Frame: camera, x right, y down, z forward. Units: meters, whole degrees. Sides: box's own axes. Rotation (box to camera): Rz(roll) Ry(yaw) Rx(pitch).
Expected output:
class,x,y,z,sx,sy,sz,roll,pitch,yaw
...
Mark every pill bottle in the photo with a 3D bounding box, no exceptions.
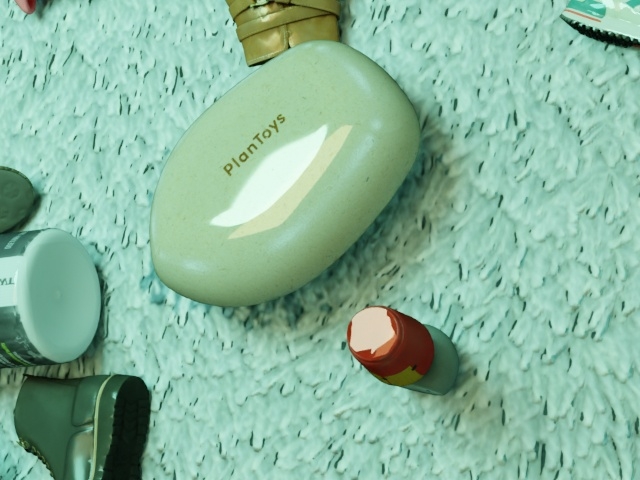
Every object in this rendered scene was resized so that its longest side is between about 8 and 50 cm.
class,x,y,z,sx,sy,sz,roll,pitch,yaw
pill bottle,-0.351,0.064,1.000,0.246,0.130,0.130,-6,80,21

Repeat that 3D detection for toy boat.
class,x,y,z,sx,sy,sz,roll,pitch,yaw
toy boat,0.000,0.000,0.872,0.267,0.148,0.318,-39,62,8

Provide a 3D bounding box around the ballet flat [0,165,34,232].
class,x,y,z,sx,sy,sz,roll,pitch,yaw
ballet flat,-0.416,-0.028,1.059,0.250,0.058,0.084,-17,113,3

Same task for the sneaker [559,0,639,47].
class,x,y,z,sx,sy,sz,roll,pitch,yaw
sneaker,0.277,-0.186,0.815,0.161,0.057,0.075,23,97,27

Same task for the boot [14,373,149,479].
class,x,y,z,sx,sy,sz,roll,pitch,yaw
boot,-0.242,0.223,0.970,0.137,0.077,0.197,1,69,27

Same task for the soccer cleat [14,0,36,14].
class,x,y,z,sx,sy,sz,roll,pitch,yaw
soccer cleat,-0.220,-0.310,1.041,0.248,0.083,0.095,-16,106,15

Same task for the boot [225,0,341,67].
class,x,y,z,sx,sy,sz,roll,pitch,yaw
boot,-0.077,-0.236,0.949,0.197,0.073,0.152,-6,95,15
